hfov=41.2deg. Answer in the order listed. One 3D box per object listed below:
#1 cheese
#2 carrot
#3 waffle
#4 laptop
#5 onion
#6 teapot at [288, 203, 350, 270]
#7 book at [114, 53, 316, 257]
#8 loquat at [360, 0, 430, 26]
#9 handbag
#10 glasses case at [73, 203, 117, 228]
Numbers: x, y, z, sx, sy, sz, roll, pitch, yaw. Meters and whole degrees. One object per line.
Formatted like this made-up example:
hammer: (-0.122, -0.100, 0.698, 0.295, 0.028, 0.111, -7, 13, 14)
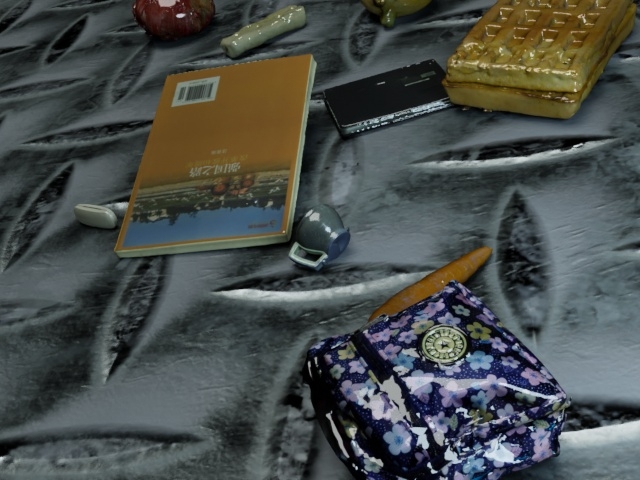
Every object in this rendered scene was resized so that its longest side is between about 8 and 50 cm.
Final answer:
cheese: (-0.115, -0.430, 1.743, 0.194, 0.043, 0.065, -31, 39, -20)
carrot: (0.132, 0.058, 0.993, 0.216, 0.048, 0.048, -34, 39, -32)
waffle: (0.356, -0.316, 1.355, 0.224, 0.098, 0.327, 13, 43, 31)
laptop: (0.116, -0.238, 1.409, 0.207, 0.026, 0.154, -17, 35, -2)
onion: (-0.320, -0.524, 1.862, 0.184, 0.147, 0.184, 1, 32, -1)
teapot: (0.000, 0.000, 1.110, 0.057, 0.066, 0.088, 37, 82, 29)
book: (-0.151, -0.138, 1.298, 0.262, 0.028, 0.374, -4, 52, 15)
loquat: (0.147, -0.513, 1.673, 0.172, 0.149, 0.204, 13, 75, 4)
handbag: (0.097, 0.146, 0.813, 0.208, 0.127, 0.228, -23, 44, -11)
glasses case: (-0.346, -0.037, 1.308, 0.083, 0.032, 0.021, 9, 39, 31)
